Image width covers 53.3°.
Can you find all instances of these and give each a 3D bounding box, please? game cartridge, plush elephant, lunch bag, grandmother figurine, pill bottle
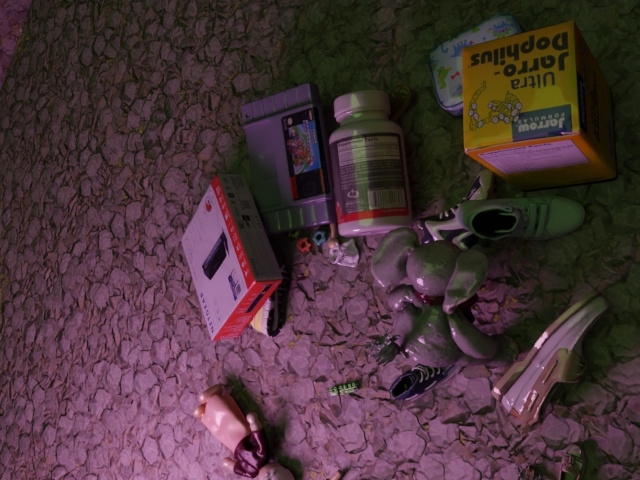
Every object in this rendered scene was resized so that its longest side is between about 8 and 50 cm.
[{"bbox_3d":[-0.081,-0.202,1.619,0.230,0.068,0.355,-11,85,36],"label":"game cartridge"},{"bbox_3d":[0.239,0.102,1.264,0.272,0.330,0.255,33,115,40],"label":"plush elephant"},{"bbox_3d":[0.357,-0.382,1.418,0.219,0.090,0.176,-22,70,29],"label":"lunch bag"},{"bbox_3d":[-0.191,0.524,1.640,0.342,0.104,0.208,42,133,28],"label":"grandmother figurine"},{"bbox_3d":[0.112,-0.175,1.474,0.176,0.176,0.319,-8,85,32],"label":"pill bottle"}]

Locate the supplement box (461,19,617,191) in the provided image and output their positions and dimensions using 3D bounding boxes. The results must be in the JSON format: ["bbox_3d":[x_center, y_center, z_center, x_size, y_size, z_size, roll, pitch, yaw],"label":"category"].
[{"bbox_3d":[0.419,-0.229,1.191,0.194,0.356,0.195,-6,79,32],"label":"supplement box"}]

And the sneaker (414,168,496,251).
[{"bbox_3d":[0.288,-0.057,1.408,0.153,0.094,0.235,19,103,26],"label":"sneaker"}]

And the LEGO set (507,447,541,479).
[{"bbox_3d":[0.417,0.460,1.286,0.054,0.023,0.083,-32,53,23],"label":"LEGO set"}]

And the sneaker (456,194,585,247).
[{"bbox_3d":[0.405,-0.034,1.251,0.255,0.151,0.094,-1,102,4],"label":"sneaker"}]

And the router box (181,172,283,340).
[{"bbox_3d":[-0.244,0.046,1.678,0.301,0.082,0.335,-52,51,42],"label":"router box"}]

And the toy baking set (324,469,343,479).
[{"bbox_3d":[0.036,0.675,1.496,0.256,0.030,0.197,-49,60,18],"label":"toy baking set"}]

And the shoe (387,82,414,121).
[{"bbox_3d":[0.146,-0.301,1.573,0.219,0.058,0.077,-39,86,27],"label":"shoe"}]

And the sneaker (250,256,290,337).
[{"bbox_3d":[-0.144,0.144,1.676,0.094,0.081,0.209,6,84,41],"label":"sneaker"}]

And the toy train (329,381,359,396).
[{"bbox_3d":[0.058,0.360,1.542,0.083,0.017,0.024,-20,82,30],"label":"toy train"}]

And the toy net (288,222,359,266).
[{"bbox_3d":[0.000,0.000,1.622,0.232,0.045,0.122,44,106,30],"label":"toy net"}]

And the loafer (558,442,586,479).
[{"bbox_3d":[0.481,0.455,1.229,0.045,0.039,0.125,12,89,35],"label":"loafer"}]

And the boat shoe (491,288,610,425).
[{"bbox_3d":[0.467,0.231,1.240,0.103,0.113,0.302,46,118,29],"label":"boat shoe"}]

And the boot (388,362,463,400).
[{"bbox_3d":[0.237,0.289,1.391,0.190,0.086,0.069,-48,60,18],"label":"boot"}]
